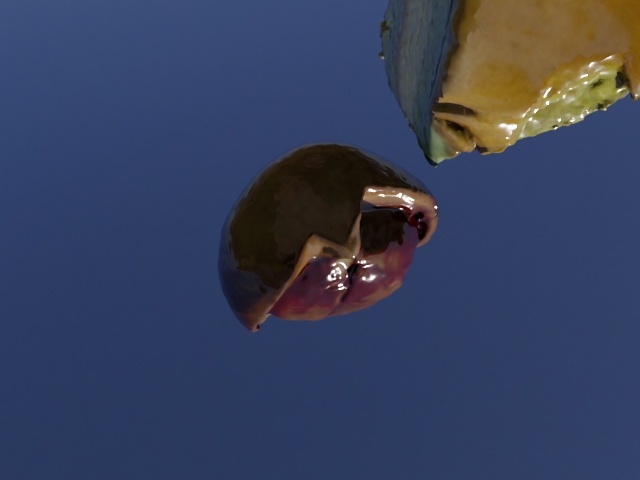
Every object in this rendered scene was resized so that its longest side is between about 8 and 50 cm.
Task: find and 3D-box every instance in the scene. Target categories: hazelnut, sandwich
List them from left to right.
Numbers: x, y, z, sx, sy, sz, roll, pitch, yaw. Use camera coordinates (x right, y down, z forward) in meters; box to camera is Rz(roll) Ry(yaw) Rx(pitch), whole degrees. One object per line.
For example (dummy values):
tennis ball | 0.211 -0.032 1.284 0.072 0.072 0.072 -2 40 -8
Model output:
hazelnut | 0.000 0.003 0.851 0.161 0.170 0.201 31 -108 25
sandwich | 0.100 -0.175 0.407 0.228 0.198 0.155 -27 -153 9
